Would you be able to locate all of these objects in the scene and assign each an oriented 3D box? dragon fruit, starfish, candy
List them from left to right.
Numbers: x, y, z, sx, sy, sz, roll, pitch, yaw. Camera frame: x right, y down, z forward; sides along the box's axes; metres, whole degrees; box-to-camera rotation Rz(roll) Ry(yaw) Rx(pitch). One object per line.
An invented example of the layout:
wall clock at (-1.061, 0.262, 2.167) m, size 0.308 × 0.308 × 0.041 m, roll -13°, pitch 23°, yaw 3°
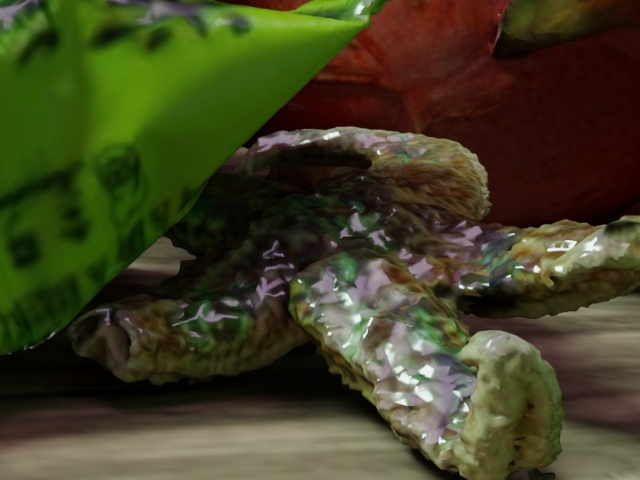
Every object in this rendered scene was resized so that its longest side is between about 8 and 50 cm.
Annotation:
candy at (-0.087, -0.013, 0.384) m, size 0.149 × 0.069 × 0.246 m, roll -2°, pitch 22°, yaw 42°
starfish at (0.001, 0.010, 0.427) m, size 0.210 × 0.053 × 0.150 m, roll 7°, pitch 19°, yaw 44°
dragon fruit at (0.068, -0.114, 0.605) m, size 0.252 × 0.241 × 0.241 m, roll 9°, pitch 12°, yaw 10°
